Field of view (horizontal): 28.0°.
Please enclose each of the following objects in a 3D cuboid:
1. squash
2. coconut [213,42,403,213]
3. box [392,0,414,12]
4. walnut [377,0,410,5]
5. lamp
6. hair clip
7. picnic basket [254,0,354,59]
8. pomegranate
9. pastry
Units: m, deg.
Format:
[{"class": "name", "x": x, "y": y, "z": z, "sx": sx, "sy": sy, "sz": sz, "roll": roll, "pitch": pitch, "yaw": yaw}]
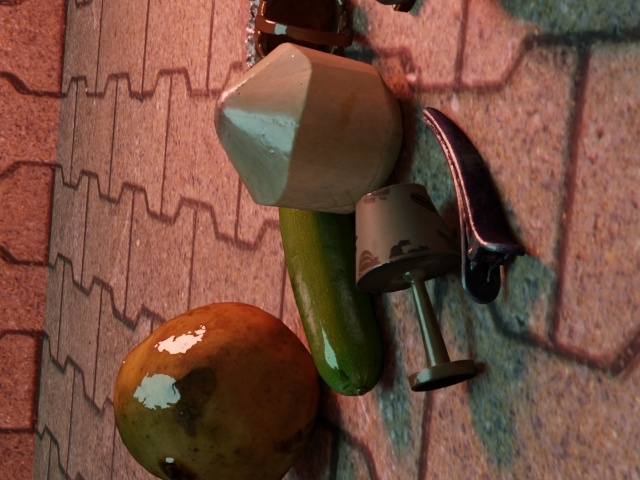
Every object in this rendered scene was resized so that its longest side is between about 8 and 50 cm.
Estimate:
[{"class": "squash", "x": 0.006, "y": 0.032, "z": 1.633, "sx": 0.101, "sy": 0.101, "sz": 0.378, "roll": 121, "pitch": 143, "yaw": -50}, {"class": "coconut", "x": -0.021, "y": -0.135, "z": 1.561, "sx": 0.202, "sy": 0.222, "sz": 0.202, "roll": -173, "pitch": 90, "yaw": -72}, {"class": "box", "x": 0.101, "y": -0.355, "z": 1.555, "sx": 0.090, "sy": 0.023, "sz": 0.133, "roll": 119, "pitch": 147, "yaw": -50}, {"class": "walnut", "x": 0.071, "y": -0.372, "z": 1.332, "sx": 0.248, "sy": 0.248, "sz": 0.248, "roll": -177, "pitch": 90, "yaw": -68}, {"class": "lamp", "x": 0.101, "y": 0.051, "z": 1.374, "sx": 0.121, "sy": 0.121, "sz": 0.214, "roll": 137, "pitch": 123, "yaw": -60}, {"class": "hair clip", "x": 0.156, "y": -0.061, "z": 1.363, "sx": 0.275, "sy": 0.048, "sz": 0.083, "roll": -101, "pitch": 24, "yaw": -43}, {"class": "picnic basket", "x": -0.024, "y": -0.282, "z": 1.713, "sx": 0.178, "sy": 0.128, "sz": 0.137, "roll": -130, "pitch": 44, "yaw": -63}, {"class": "pomegranate", "x": -0.141, "y": 0.218, "z": 1.745, "sx": 0.281, "sy": 0.281, "sz": 0.281, "roll": -177, "pitch": 90, "yaw": -68}, {"class": "pastry", "x": -0.066, "y": -0.307, "z": 1.849, "sx": 0.103, "sy": 0.112, "sz": 0.265, "roll": -122, "pitch": 41, "yaw": -67}]
